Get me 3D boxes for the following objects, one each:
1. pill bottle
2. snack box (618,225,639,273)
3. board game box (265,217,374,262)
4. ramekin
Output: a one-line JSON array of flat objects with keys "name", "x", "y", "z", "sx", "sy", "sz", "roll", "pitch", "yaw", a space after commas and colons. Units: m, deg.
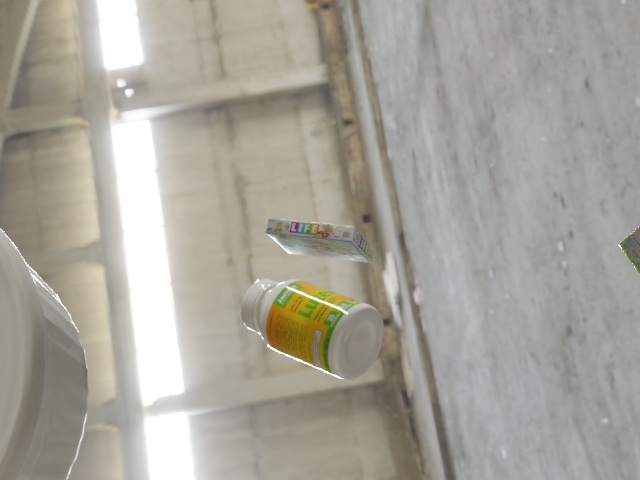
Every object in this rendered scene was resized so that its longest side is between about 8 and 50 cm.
[{"name": "pill bottle", "x": -0.022, "y": 0.148, "z": 1.707, "sx": 0.245, "sy": 0.136, "sz": 0.136, "roll": 18, "pitch": 129, "yaw": 38}, {"name": "snack box", "x": 0.621, "y": -0.043, "z": 1.580, "sx": 0.070, "sy": 0.174, "sz": 0.207, "roll": 60, "pitch": 154, "yaw": 16}, {"name": "board game box", "x": 0.000, "y": 0.000, "z": 1.564, "sx": 0.103, "sy": 0.154, "sz": 0.026, "roll": 46, "pitch": -126, "yaw": -60}, {"name": "ramekin", "x": -0.283, "y": 0.107, "z": 0.643, "sx": 0.127, "sy": 0.272, "sz": 0.273, "roll": 54, "pitch": -155, "yaw": -66}]
